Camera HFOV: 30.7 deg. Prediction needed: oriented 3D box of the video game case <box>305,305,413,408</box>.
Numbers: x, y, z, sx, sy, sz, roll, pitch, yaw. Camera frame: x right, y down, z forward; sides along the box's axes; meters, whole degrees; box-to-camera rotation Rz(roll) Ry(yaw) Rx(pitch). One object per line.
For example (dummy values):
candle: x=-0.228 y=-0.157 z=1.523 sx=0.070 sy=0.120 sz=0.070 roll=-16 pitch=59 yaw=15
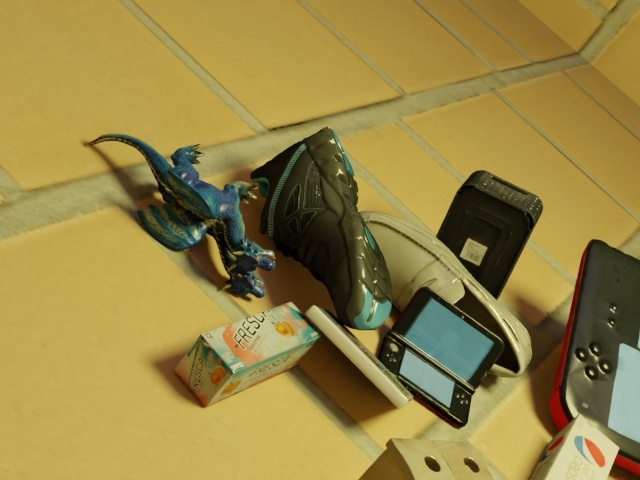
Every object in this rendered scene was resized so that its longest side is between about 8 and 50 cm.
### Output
video game case: x=0.049 y=0.141 z=1.414 sx=0.157 sy=0.019 sz=0.143 roll=45 pitch=1 yaw=9

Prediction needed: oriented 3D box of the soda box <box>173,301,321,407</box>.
soda box: x=-0.079 y=0.125 z=1.305 sx=0.058 sy=0.063 sz=0.183 roll=47 pitch=28 yaw=15

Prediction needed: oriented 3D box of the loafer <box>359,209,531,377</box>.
loafer: x=0.165 y=0.074 z=1.618 sx=0.319 sy=0.112 sz=0.111 roll=37 pitch=12 yaw=-4

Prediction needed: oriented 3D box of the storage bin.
storage bin: x=0.239 y=0.001 z=1.734 sx=0.122 sy=0.180 sz=0.084 roll=27 pitch=25 yaw=10

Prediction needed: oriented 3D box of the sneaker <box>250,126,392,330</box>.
sneaker: x=0.000 y=0.000 z=1.538 sx=0.340 sy=0.140 sz=0.125 roll=-106 pitch=171 yaw=-46

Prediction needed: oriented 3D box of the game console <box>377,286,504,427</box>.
game console: x=0.159 y=0.152 z=1.527 sx=0.144 sy=0.085 sz=0.124 roll=35 pitch=27 yaw=-5

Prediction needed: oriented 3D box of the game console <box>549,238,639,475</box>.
game console: x=0.533 y=0.207 z=1.728 sx=0.387 sy=0.060 sz=0.342 roll=26 pitch=59 yaw=-9

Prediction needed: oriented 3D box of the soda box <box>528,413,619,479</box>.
soda box: x=0.318 y=0.307 z=1.498 sx=0.074 sy=0.069 sz=0.216 roll=42 pitch=27 yaw=8

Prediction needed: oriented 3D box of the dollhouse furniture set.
dollhouse furniture set: x=0.120 y=0.314 z=1.180 sx=0.129 sy=0.129 sz=0.183 roll=11 pitch=37 yaw=-42

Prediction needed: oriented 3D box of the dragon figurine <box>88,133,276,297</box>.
dragon figurine: x=-0.166 y=-0.046 z=1.440 sx=0.289 sy=0.085 sz=0.144 roll=36 pitch=27 yaw=-7
